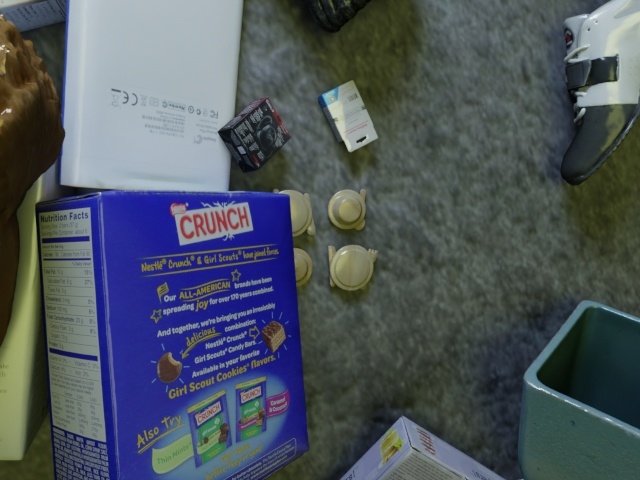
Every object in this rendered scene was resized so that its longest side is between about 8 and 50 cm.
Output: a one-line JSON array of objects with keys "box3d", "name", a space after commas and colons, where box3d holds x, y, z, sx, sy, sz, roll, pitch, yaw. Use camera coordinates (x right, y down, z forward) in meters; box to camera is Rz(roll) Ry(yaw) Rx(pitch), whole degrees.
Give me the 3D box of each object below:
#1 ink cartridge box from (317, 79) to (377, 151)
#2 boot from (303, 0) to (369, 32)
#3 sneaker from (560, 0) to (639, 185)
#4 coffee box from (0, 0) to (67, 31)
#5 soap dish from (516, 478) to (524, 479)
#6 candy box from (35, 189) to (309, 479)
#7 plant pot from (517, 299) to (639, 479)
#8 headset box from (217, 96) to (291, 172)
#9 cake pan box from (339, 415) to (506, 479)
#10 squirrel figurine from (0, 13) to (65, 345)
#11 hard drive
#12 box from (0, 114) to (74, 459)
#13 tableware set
[{"box3d": [0.037, -0.164, 0.746, 0.048, 0.028, 0.083, -28, 102, -10], "name": "ink cartridge box"}, {"box3d": [0.052, -0.451, 0.666, 0.260, 0.131, 0.348, 44, 90, -11], "name": "boot"}, {"box3d": [0.397, -0.246, 0.800, 0.146, 0.122, 0.330, 24, 97, 6], "name": "sneaker"}, {"box3d": [-0.381, -0.289, 0.585, 0.246, 0.098, 0.141, -21, 101, -12], "name": "coffee box"}, {"box3d": [0.397, 0.510, 0.870, 0.229, 0.118, 0.291, -6, 99, -14], "name": "soap dish"}, {"box3d": [-0.140, 0.108, 0.595, 0.268, 0.122, 0.317, -5, 93, -56], "name": "candy box"}, {"box3d": [0.416, 0.276, 0.762, 0.247, 0.248, 0.252, -28, 130, -43], "name": "plant pot"}, {"box3d": [-0.079, -0.134, 0.697, 0.083, 0.032, 0.062, -53, 124, -35], "name": "headset box"}, {"box3d": [0.140, 0.402, 0.780, 0.267, 0.070, 0.246, 33, 108, -15], "name": "cake pan box"}, {"box3d": [-0.412, -0.065, 0.379, 0.370, 0.281, 0.397, 20, 77, -4], "name": "squirrel figurine"}, {"box3d": [-0.175, -0.214, 0.620, 0.210, 0.040, 0.319, -1, 98, -54], "name": "hard drive"}, {"box3d": [-0.390, 0.028, 0.582, 0.215, 0.168, 0.345, 6, 95, -15], "name": "box"}, {"box3d": [0.000, 0.000, 0.760, 0.168, 0.020, 0.141, -1, 98, -16], "name": "tableware set"}]
